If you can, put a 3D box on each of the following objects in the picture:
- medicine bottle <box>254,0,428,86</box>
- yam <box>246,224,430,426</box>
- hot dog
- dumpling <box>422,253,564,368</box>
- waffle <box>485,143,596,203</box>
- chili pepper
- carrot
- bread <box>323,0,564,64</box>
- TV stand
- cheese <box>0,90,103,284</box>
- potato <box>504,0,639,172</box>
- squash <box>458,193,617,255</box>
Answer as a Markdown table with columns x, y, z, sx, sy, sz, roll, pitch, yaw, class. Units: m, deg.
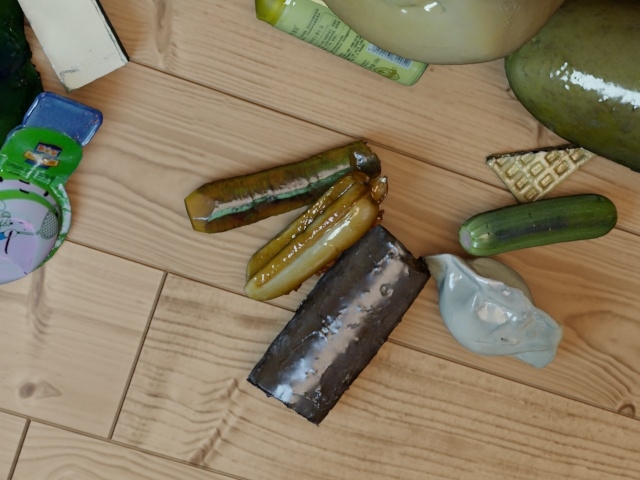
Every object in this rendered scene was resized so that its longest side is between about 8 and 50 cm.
| x | y | z | sx | sy | sz | roll | pitch | yaw | class |
| --- | --- | --- | --- | --- | --- | --- | --- | --- | --- |
| 0.034 | -0.292 | 1.667 | 0.239 | 0.124 | 0.124 | 24 | 97 | -11 | medicine bottle |
| 0.028 | 0.115 | 1.746 | 0.131 | 0.131 | 0.279 | 37 | 93 | -13 | yam |
| 0.000 | 0.000 | 1.706 | 0.076 | 0.102 | 0.249 | 40 | 116 | -19 | hot dog |
| 0.236 | 0.088 | 1.758 | 0.229 | 0.151 | 0.124 | 38 | 68 | -12 | dumpling |
| 0.309 | -0.119 | 1.787 | 0.153 | 0.023 | 0.097 | -38 | 104 | 3 | waffle |
| -0.417 | -0.209 | 1.625 | 0.148 | 0.116 | 0.264 | -10 | 103 | -10 | chili pepper |
| -0.049 | -0.072 | 1.729 | 0.260 | 0.070 | 0.070 | -18 | 103 | -5 | carrot |
| 0.154 | -0.393 | 1.541 | 0.348 | 0.253 | 0.376 | 38 | 60 | -3 | bread |
| -0.336 | -0.324 | 1.632 | 0.088 | 0.083 | 0.269 | -26 | 104 | 0 | TV stand |
| -0.386 | -0.049 | 1.639 | 0.204 | 0.083 | 0.320 | 19 | 120 | -41 | cheese |
| 0.414 | -0.200 | 1.680 | 0.359 | 0.270 | 0.219 | 21 | 95 | 13 | potato |
| 0.295 | -0.022 | 1.767 | 0.229 | 0.066 | 0.066 | -10 | 103 | -19 | squash |
